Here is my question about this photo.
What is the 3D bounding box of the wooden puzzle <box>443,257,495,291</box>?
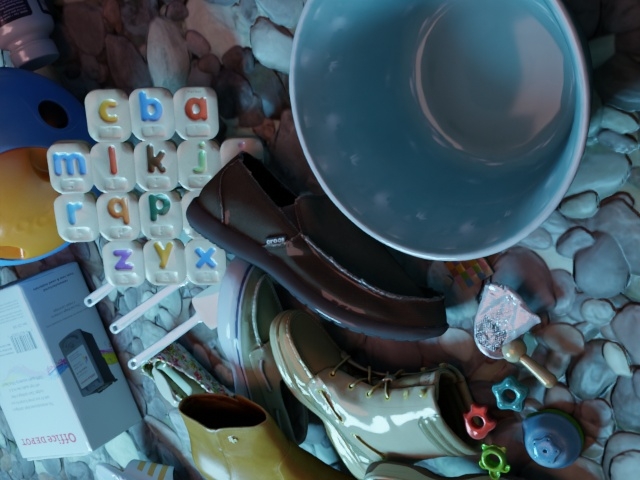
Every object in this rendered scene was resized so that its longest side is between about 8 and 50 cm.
[{"bbox_3d":[0.171,0.027,0.992,0.083,0.006,0.049,-36,84,41],"label":"wooden puzzle"}]

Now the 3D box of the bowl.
[{"bbox_3d":[0.139,-0.153,0.841,0.312,0.163,0.311,16,118,33],"label":"bowl"}]

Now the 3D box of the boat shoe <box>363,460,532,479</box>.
[{"bbox_3d":[0.170,0.338,1.023,0.258,0.095,0.095,1,134,22],"label":"boat shoe"}]

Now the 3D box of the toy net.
[{"bbox_3d":[0.217,0.158,0.980,0.122,0.045,0.232,-12,96,31],"label":"toy net"}]

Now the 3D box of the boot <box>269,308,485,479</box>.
[{"bbox_3d":[0.069,0.177,1.069,0.203,0.095,0.262,-27,97,43],"label":"boot"}]

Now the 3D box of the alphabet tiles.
[{"bbox_3d":[-0.215,-0.068,1.141,0.284,0.021,0.277,-1,112,1],"label":"alphabet tiles"}]

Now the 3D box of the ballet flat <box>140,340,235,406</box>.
[{"bbox_3d":[-0.188,0.247,1.316,0.241,0.077,0.091,36,125,21],"label":"ballet flat"}]

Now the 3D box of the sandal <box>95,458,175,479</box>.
[{"bbox_3d":[-0.255,0.433,1.455,0.265,0.076,0.102,25,139,4],"label":"sandal"}]

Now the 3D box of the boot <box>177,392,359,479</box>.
[{"bbox_3d":[-0.047,0.305,1.146,0.295,0.104,0.211,9,136,19],"label":"boot"}]

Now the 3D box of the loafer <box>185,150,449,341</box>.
[{"bbox_3d":[0.000,0.000,1.030,0.366,0.134,0.130,29,102,18],"label":"loafer"}]

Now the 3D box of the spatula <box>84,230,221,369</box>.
[{"bbox_3d":[-0.237,0.085,1.277,0.242,0.019,0.168,-36,88,19],"label":"spatula"}]

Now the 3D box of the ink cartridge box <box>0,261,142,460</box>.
[{"bbox_3d":[-0.473,0.212,1.489,0.226,0.131,0.306,-15,100,40],"label":"ink cartridge box"}]

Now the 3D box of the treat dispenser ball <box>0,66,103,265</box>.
[{"bbox_3d":[-0.459,-0.107,1.243,0.288,0.288,0.288,15,117,33],"label":"treat dispenser ball"}]

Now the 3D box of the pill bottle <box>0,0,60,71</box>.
[{"bbox_3d":[-0.457,-0.342,1.274,0.094,0.094,0.169,-22,93,41],"label":"pill bottle"}]

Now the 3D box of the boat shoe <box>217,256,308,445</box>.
[{"bbox_3d":[-0.070,0.156,1.184,0.094,0.109,0.302,7,123,22],"label":"boat shoe"}]
